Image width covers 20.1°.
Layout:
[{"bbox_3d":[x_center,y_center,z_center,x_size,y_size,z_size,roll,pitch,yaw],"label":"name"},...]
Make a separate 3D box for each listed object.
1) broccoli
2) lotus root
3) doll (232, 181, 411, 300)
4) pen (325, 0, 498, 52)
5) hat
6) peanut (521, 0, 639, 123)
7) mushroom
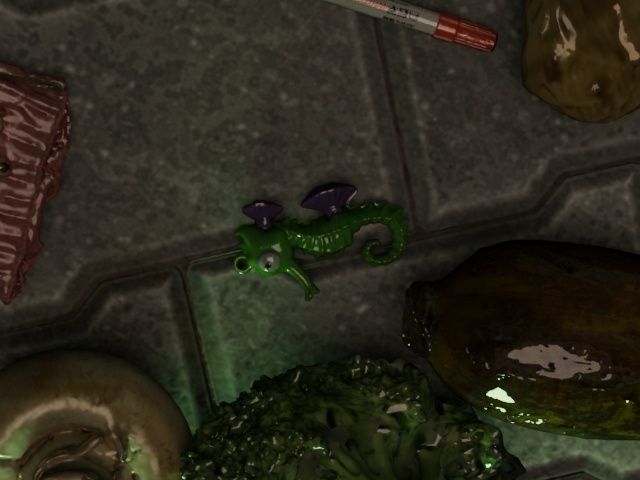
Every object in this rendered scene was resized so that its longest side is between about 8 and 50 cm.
[{"bbox_3d":[0.037,0.284,1.829,0.375,0.302,0.249,1,134,-33],"label":"broccoli"},{"bbox_3d":[0.275,0.101,1.838,0.397,0.196,0.179,8,136,-6],"label":"lotus root"},{"bbox_3d":[0.000,0.000,1.871,0.190,0.050,0.115,-14,100,-4],"label":"doll"},{"bbox_3d":[0.065,-0.236,1.830,0.239,0.028,0.028,17,101,-8],"label":"pen"},{"bbox_3d":[-0.398,-0.077,1.785,0.286,0.107,0.237,15,92,-13],"label":"hat"},{"bbox_3d":[0.307,-0.214,1.815,0.233,0.110,0.197,-18,109,-1],"label":"peanut"},{"bbox_3d":[-0.263,0.207,1.822,0.253,0.195,0.189,-21,101,-3],"label":"mushroom"}]
